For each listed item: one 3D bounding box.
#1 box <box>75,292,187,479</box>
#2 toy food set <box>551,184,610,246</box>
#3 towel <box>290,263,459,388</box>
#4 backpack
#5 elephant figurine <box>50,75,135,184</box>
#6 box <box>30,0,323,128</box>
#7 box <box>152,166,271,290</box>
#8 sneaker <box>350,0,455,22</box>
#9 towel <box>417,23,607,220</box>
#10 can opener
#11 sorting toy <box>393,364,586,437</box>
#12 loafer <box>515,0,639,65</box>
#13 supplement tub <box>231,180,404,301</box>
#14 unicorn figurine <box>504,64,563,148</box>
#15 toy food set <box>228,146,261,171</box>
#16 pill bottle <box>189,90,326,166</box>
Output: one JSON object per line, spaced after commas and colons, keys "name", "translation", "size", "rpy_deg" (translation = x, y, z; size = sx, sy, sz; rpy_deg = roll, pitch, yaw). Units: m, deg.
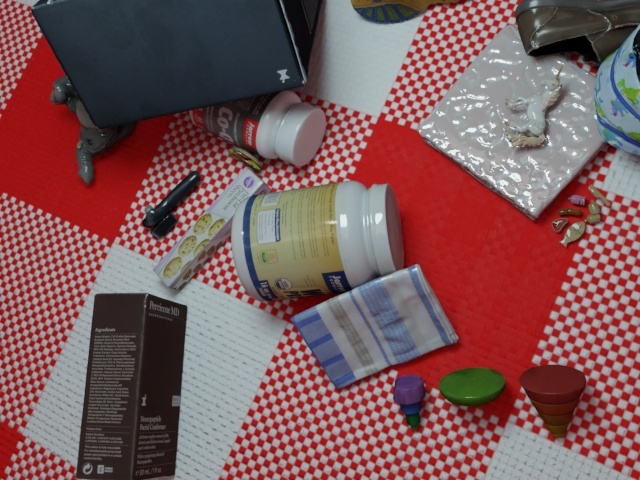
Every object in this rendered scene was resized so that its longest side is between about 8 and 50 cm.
{"name": "box", "translation": [-0.396, 0.313, 1.543], "size": [0.143, 0.191, 0.382], "rpy_deg": [-4, 77, 16]}
{"name": "toy food set", "translation": [0.516, -0.051, 1.446], "size": [0.122, 0.019, 0.078], "rpy_deg": [-42, 68, 12]}
{"name": "towel", "translation": [0.111, 0.177, 1.434], "size": [0.285, 0.209, 0.034], "rpy_deg": [-23, 27, 12]}
{"name": "backpack", "translation": [0.689, -0.261, 1.314], "size": [0.355, 0.273, 0.290], "rpy_deg": [16, 73, -17]}
{"name": "elephant figurine", "translation": [-0.546, -0.295, 1.777], "size": [0.169, 0.186, 0.239], "rpy_deg": [-23, 78, -35]}
{"name": "box", "translation": [-0.265, -0.519, 1.545], "size": [0.479, 0.297, 0.472], "rpy_deg": [-9, 41, 14]}
{"name": "box", "translation": [-0.248, -0.024, 1.647], "size": [0.324, 0.063, 0.067], "rpy_deg": [-47, 70, 1]}
{"name": "sneaker", "translation": [0.214, -0.592, 1.641], "size": [0.296, 0.112, 0.131], "rpy_deg": [-9, 57, 13]}
{"name": "towel", "translation": [0.423, -0.252, 1.505], "size": [0.332, 0.053, 0.317], "rpy_deg": [42, 92, 21]}
{"name": "can opener", "translation": [-0.352, -0.094, 1.709], "size": [0.186, 0.073, 0.059], "rpy_deg": [-50, 30, -3]}
{"name": "sorting toy", "translation": [0.323, 0.324, 1.385], "size": [0.365, 0.127, 0.126], "rpy_deg": [-6, 104, 18]}
{"name": "loafer", "translation": [0.577, -0.409, 1.452], "size": [0.365, 0.134, 0.130], "rpy_deg": [5, 83, 14]}
{"name": "supplement tub", "translation": [0.000, 0.000, 1.477], "size": [0.316, 0.228, 0.228], "rpy_deg": [-7, 75, 16]}
{"name": "unicorn figurine", "translation": [0.430, -0.265, 1.453], "size": [0.111, 0.060, 0.162], "rpy_deg": [1, 93, 18]}
{"name": "toy food set", "translation": [-0.171, -0.188, 1.653], "size": [0.083, 0.082, 0.020], "rpy_deg": [36, 83, -21]}
{"name": "pill bottle", "translation": [-0.142, -0.281, 1.626], "size": [0.283, 0.161, 0.161], "rpy_deg": [26, 85, 21]}
